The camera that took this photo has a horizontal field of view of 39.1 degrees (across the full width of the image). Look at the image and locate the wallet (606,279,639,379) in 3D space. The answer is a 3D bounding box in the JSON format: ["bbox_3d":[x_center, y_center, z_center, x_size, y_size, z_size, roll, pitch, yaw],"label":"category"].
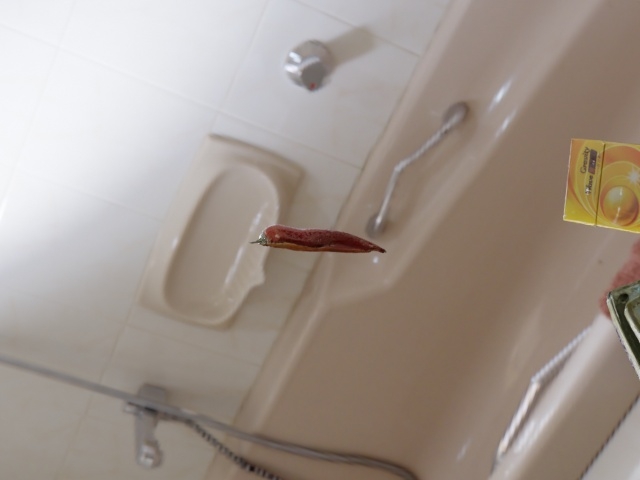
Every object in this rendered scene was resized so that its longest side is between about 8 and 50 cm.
[{"bbox_3d":[0.490,0.120,1.100,0.077,0.310,0.223,-33,77,52],"label":"wallet"}]

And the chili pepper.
[{"bbox_3d":[0.000,0.000,1.098,0.045,0.178,0.027,150,124,-71],"label":"chili pepper"}]

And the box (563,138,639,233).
[{"bbox_3d":[0.539,-0.087,1.526,0.269,0.043,0.152,17,105,51],"label":"box"}]
